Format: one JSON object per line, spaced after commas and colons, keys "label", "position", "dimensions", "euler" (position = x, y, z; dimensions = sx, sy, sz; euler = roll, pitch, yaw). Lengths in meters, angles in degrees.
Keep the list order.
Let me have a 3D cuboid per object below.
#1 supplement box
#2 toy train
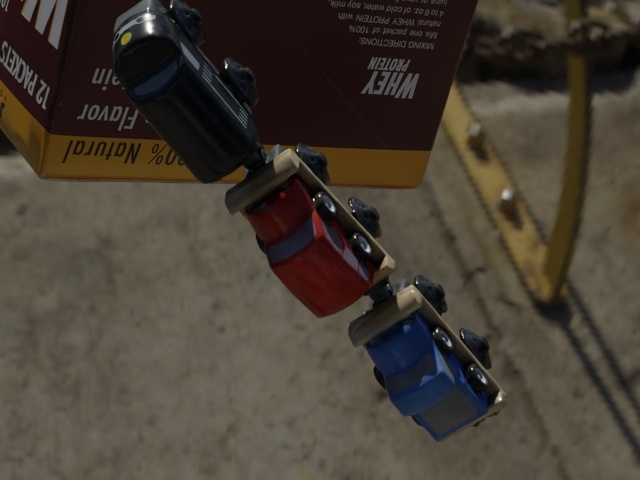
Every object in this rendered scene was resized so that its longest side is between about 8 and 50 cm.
{"label": "supplement box", "position": [-0.039, -0.137, 0.800], "dimensions": [0.191, 0.194, 0.129], "euler": [0, 28, -32]}
{"label": "toy train", "position": [0.000, 0.000, 0.489], "dimensions": [0.158, 0.027, 0.036], "euler": [48, 21, -24]}
